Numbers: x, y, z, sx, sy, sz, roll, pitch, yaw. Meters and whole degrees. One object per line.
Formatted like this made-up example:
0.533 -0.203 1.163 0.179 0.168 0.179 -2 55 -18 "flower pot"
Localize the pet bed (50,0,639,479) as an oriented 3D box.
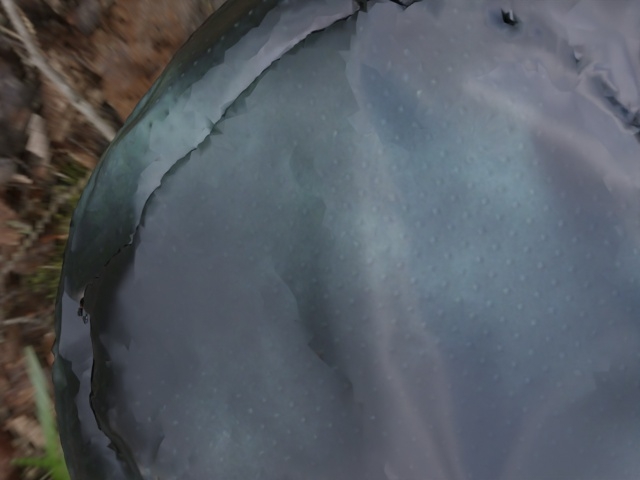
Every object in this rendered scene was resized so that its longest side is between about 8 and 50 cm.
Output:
0.040 0.023 0.375 0.201 0.053 0.201 4 99 26 "pet bed"
